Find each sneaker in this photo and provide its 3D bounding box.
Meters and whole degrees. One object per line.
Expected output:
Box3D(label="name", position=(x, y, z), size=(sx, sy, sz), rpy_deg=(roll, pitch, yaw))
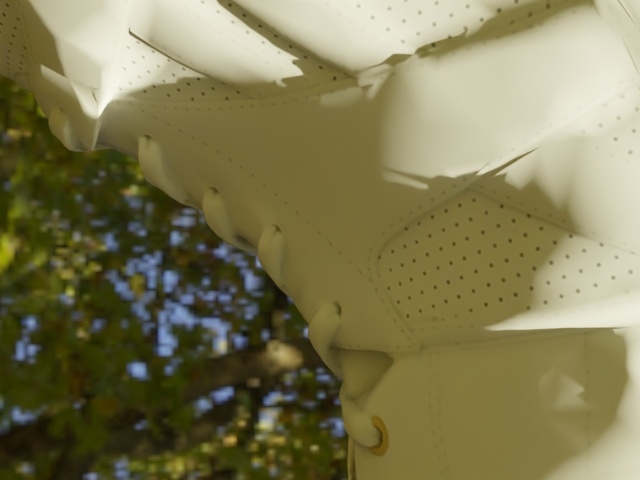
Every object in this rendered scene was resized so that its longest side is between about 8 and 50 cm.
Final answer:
Box3D(label="sneaker", position=(0.000, 0.000, 0.383), size=(0.292, 0.108, 0.169), rpy_deg=(12, -80, 29))
